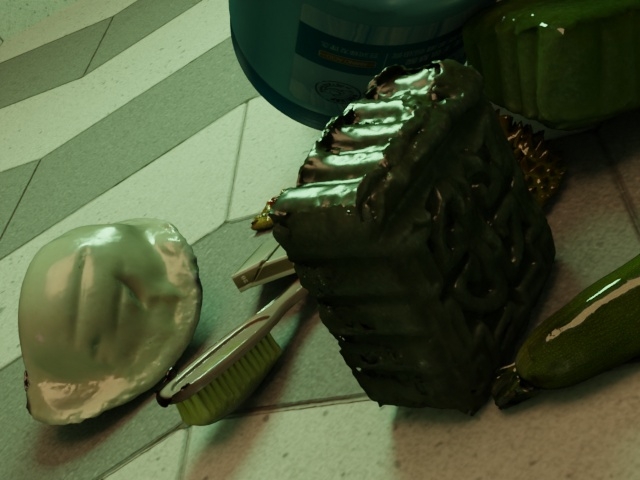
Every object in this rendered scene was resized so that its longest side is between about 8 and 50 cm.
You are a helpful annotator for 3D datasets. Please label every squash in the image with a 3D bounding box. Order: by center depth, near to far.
[{"bbox_3d":[0.276,0.042,0.874,0.318,0.071,0.080,-36,-13,-2],"label":"squash"}]

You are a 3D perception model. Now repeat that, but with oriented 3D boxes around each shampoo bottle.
[{"bbox_3d":[0.057,-0.343,1.287,0.331,0.331,0.343,-41,-9,-16],"label":"shampoo bottle"}]

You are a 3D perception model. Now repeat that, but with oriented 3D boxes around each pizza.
[{"bbox_3d":[-0.057,-0.049,1.400,0.083,0.025,0.078,-27,31,12],"label":"pizza"}]

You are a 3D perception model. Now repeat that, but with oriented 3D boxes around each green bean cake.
[{"bbox_3d":[0.093,-0.008,0.946,0.132,0.255,0.241,-2,36,40],"label":"green bean cake"},{"bbox_3d":[0.292,-0.211,1.148,0.248,0.125,0.222,-15,25,-18],"label":"green bean cake"}]

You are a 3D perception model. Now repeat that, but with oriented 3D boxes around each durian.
[{"bbox_3d":[0.191,-0.096,1.135,0.119,0.108,0.187,-25,27,17],"label":"durian"}]

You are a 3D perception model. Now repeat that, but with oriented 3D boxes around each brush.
[{"bbox_3d":[-0.051,0.099,1.139,0.072,0.067,0.313,-11,23,46],"label":"brush"}]

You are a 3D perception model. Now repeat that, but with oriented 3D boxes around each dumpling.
[{"bbox_3d":[-0.245,0.089,1.270,0.227,0.243,0.175,-3,-4,15],"label":"dumpling"}]

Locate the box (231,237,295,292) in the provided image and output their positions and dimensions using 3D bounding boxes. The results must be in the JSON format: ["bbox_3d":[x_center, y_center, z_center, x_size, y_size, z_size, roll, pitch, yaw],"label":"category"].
[{"bbox_3d":[0.000,0.000,1.228,0.198,0.029,0.109,-20,13,22],"label":"box"}]
